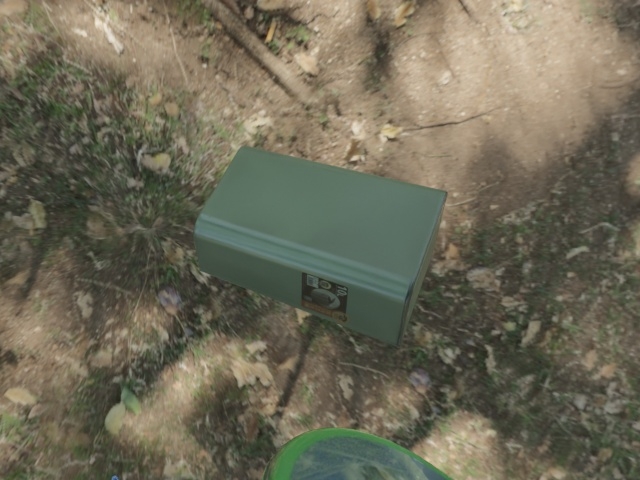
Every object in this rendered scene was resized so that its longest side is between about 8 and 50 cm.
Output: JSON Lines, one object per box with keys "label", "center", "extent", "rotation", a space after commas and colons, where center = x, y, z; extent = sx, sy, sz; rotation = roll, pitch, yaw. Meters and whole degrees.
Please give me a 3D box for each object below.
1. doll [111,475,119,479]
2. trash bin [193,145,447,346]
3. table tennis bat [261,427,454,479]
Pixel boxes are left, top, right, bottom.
{"label": "doll", "center": [-0.403, 0.565, 1.633], "extent": [0.067, 0.206, 0.110], "rotation": [-24, 129, -3]}
{"label": "trash bin", "center": [0.000, 0.000, 1.263], "extent": [0.343, 0.158, 0.223], "rotation": [15, 52, 12]}
{"label": "table tennis bat", "center": [0.075, 0.181, 0.371], "extent": [0.257, 0.160, 0.039], "rotation": [43, 112, 24]}
